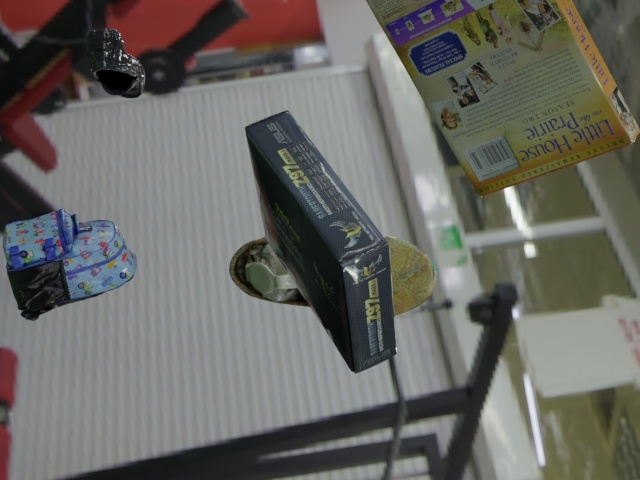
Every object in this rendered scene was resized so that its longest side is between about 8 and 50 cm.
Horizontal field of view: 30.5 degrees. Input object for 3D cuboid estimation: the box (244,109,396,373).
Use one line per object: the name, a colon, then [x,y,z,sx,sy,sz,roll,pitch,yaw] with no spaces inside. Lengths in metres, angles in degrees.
box: [0.000,0.000,1.249,0.232,0.059,0.183,55,-19,38]

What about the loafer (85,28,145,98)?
loafer: [-0.333,-0.270,1.906,0.223,0.076,0.078,75,12,-77]

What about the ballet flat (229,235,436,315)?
ballet flat: [0.002,0.050,1.646,0.349,0.123,0.123,6,-71,45]

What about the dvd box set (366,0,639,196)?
dvd box set: [0.293,-0.298,1.929,0.420,0.308,0.062,57,41,-14]

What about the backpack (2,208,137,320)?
backpack: [-0.357,0.022,1.688,0.158,0.173,0.116,-113,-170,-66]
